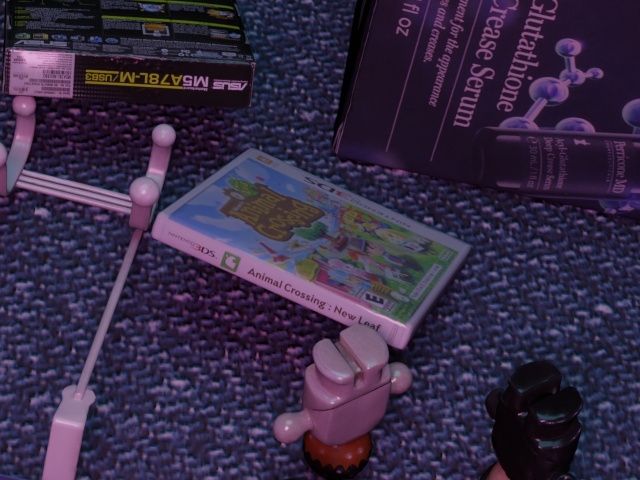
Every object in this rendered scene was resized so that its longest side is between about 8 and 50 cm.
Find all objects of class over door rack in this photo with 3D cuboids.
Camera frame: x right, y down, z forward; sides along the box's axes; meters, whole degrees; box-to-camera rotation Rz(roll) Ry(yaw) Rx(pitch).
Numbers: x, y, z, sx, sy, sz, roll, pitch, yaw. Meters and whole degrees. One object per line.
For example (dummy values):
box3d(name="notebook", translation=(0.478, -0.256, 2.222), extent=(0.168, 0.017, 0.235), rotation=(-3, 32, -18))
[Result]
box3d(name="over door rack", translation=(-0.242, 0.001, 1.308), extent=(0.239, 0.108, 0.324), rotation=(13, 43, -1))

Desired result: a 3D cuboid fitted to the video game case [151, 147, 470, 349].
box3d(name="video game case", translation=(0.000, 0.000, 1.371), extent=(0.193, 0.023, 0.212), rotation=(24, 21, 8))

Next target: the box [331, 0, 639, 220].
box3d(name="box", translation=(0.235, -0.193, 1.473), extent=(0.395, 0.293, 0.212), rotation=(11, 49, -2))

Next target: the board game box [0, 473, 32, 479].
box3d(name="board game box", translation=(-0.255, 0.204, 1.196), extent=(0.201, 0.035, 0.136), rotation=(12, 49, -2))

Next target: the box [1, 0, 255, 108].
box3d(name="box", translation=(-0.154, -0.159, 1.480), extent=(0.190, 0.045, 0.184), rotation=(2, 23, -11))

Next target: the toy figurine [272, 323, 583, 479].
box3d(name="toy figurine", translation=(0.061, 0.178, 1.225), extent=(0.209, 0.148, 0.213), rotation=(11, 50, 5))
